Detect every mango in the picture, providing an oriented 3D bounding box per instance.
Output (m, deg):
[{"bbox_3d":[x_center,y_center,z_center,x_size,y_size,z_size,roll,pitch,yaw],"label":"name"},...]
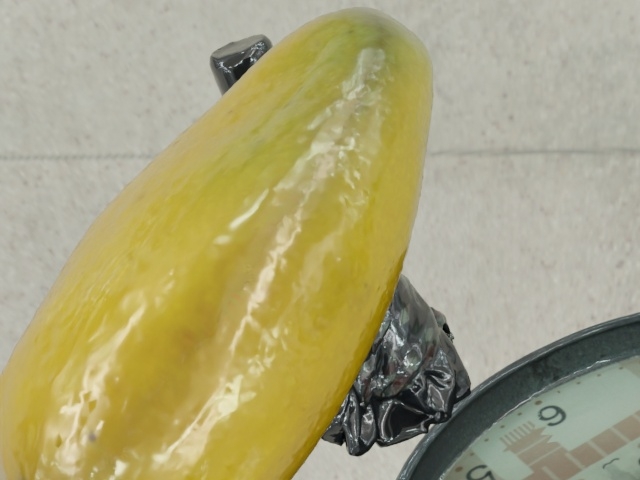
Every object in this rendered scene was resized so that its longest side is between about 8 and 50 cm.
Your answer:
[{"bbox_3d":[-0.040,0.019,0.624,0.119,0.176,0.317,39,71,-19],"label":"mango"}]

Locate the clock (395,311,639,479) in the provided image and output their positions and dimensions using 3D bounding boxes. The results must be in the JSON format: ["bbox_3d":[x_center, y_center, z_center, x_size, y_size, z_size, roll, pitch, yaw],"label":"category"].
[{"bbox_3d":[0.222,0.173,0.938,0.386,0.076,0.386,-21,24,10],"label":"clock"}]

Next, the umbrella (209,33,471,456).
[{"bbox_3d":[0.001,0.000,0.890,0.110,0.272,0.122,-10,24,38],"label":"umbrella"}]
